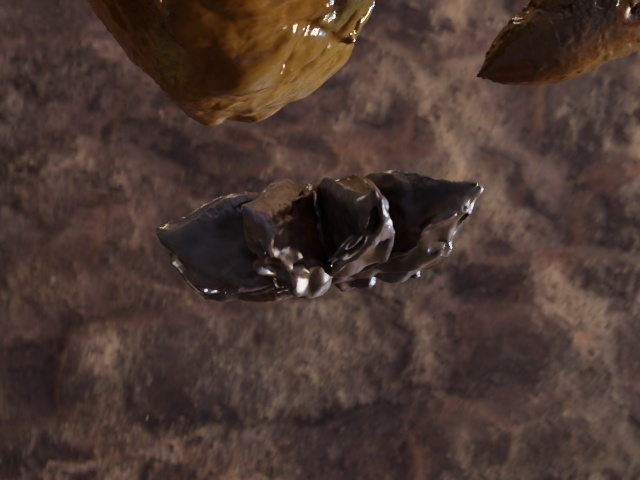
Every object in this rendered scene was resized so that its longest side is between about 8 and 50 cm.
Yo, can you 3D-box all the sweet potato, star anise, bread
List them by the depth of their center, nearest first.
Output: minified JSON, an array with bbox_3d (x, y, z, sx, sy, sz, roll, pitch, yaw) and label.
[{"bbox_3d":[-0.052,-0.152,0.695,0.139,0.229,0.143,-33,-113,-33],"label":"bread"},{"bbox_3d":[0.172,-0.137,0.734,0.206,0.068,0.060,-32,-113,-20],"label":"sweet potato"},{"bbox_3d":[-0.002,0.000,1.318,0.331,0.331,0.118,-3,-101,-16],"label":"star anise"}]
